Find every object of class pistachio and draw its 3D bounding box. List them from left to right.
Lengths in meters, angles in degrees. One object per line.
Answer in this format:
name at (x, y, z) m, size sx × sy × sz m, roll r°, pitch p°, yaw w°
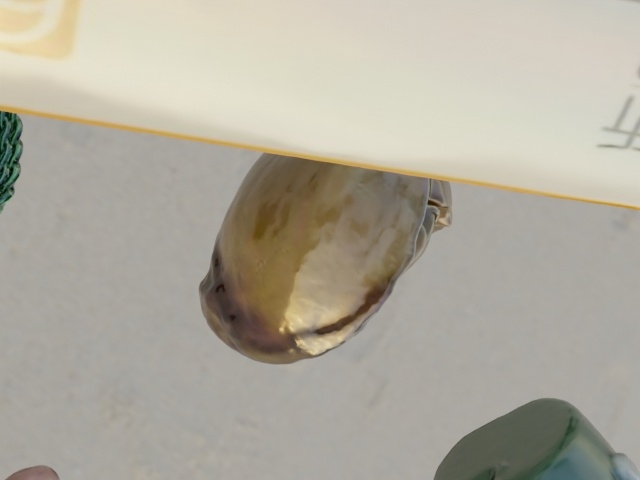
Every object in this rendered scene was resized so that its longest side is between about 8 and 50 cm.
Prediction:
pistachio at (0.000, 0.000, 1.276) m, size 0.210 × 0.165 × 0.130 m, roll -38°, pitch 139°, yaw 18°

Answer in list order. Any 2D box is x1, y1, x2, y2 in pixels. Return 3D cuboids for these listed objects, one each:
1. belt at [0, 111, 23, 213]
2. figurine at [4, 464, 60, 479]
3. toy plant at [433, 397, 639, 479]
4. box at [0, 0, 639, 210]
belt at (-0.261, -0.067, 1.238) m, size 0.121 × 0.079 × 0.151 m, roll 8°, pitch 70°, yaw -18°
figurine at (-0.262, 0.246, 0.728) m, size 0.421 × 0.193 × 0.154 m, roll -45°, pitch 140°, yaw -43°
toy plant at (0.129, 0.182, 0.720) m, size 0.113 × 0.232 × 0.243 m, roll -28°, pitch 128°, yaw 11°
box at (0.023, -0.112, 0.314) m, size 0.274 × 0.091 × 0.220 m, roll 10°, pitch 135°, yaw -9°
